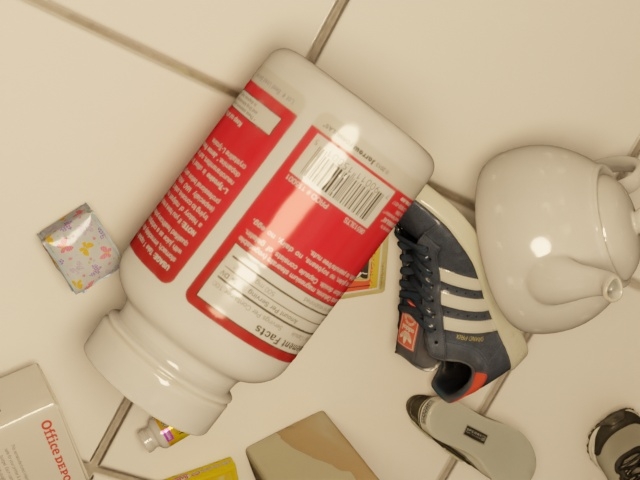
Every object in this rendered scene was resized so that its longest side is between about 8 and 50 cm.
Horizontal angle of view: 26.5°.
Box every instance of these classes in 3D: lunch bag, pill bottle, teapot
[{"bbox_3d":[-0.271,0.012,1.545,0.071,0.053,0.083,-34,113,-9],"label":"lunch bag"},{"bbox_3d":[-0.184,0.230,1.688,0.083,0.043,0.043,-31,122,-9],"label":"pill bottle"},{"bbox_3d":[0.313,-0.012,1.671,0.187,0.256,0.252,-13,160,24],"label":"teapot"},{"bbox_3d":[-0.077,0.008,1.525,0.229,0.229,0.408,35,95,-32],"label":"pill bottle"}]

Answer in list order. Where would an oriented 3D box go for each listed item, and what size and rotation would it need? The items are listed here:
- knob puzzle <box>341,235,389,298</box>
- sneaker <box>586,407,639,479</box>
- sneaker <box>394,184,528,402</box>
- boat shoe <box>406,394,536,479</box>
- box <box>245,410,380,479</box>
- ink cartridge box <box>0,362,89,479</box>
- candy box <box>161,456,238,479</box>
[{"bbox_3d":[0.000,0.000,1.677,0.213,0.030,0.213,-10,116,-20],"label":"knob puzzle"},{"bbox_3d":[0.476,0.359,2.013,0.100,0.108,0.272,-29,120,-8],"label":"sneaker"},{"bbox_3d":[0.141,0.073,1.713,0.148,0.131,0.350,-38,123,-10],"label":"sneaker"},{"bbox_3d":[0.209,0.269,1.872,0.219,0.070,0.078,36,79,-28],"label":"boat shoe"},{"bbox_3d":[0.028,0.360,1.685,0.121,0.311,0.148,-25,121,-13],"label":"box"},{"bbox_3d":[-0.389,0.253,1.570,0.203,0.086,0.148,-23,130,-15],"label":"ink cartridge box"},{"bbox_3d":[-0.147,0.388,1.787,0.105,0.027,0.206,-18,119,-19],"label":"candy box"}]
